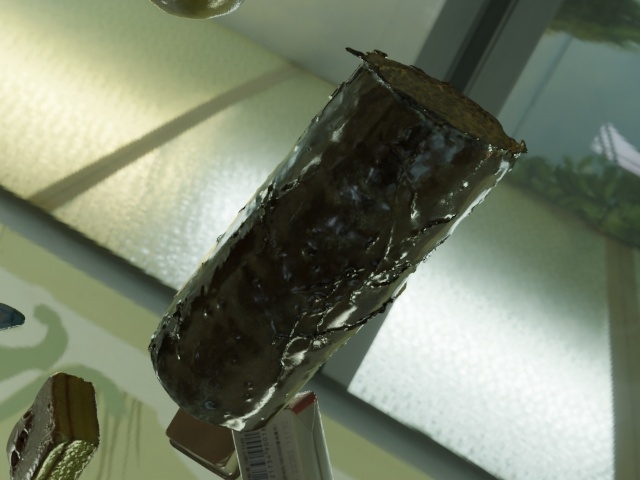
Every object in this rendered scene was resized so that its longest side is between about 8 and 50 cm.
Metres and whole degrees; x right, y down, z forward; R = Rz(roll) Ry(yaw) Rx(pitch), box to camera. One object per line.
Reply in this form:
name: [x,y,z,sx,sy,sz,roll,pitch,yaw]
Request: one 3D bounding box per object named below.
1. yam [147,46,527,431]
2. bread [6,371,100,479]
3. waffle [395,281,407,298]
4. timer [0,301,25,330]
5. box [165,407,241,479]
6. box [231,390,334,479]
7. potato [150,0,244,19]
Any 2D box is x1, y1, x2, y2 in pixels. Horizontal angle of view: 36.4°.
yam: [0.001,0.001,0.660,0.131,0.280,0.131,33,-156,-17]
bread: [-0.510,0.386,1.838,0.110,0.234,0.184,20,-152,-29]
waffle: [0.036,-0.013,0.968,0.023,0.097,0.152,-27,-147,-14]
timer: [-0.462,0.099,0.995,0.255,0.175,0.175,18,-158,5]
box: [-0.152,0.269,1.358,0.122,0.089,0.062,26,165,21]
box: [-0.048,0.294,1.256,0.099,0.182,0.133,-13,179,13]
potato: [-0.193,-0.347,1.270,0.243,0.098,0.138,22,159,32]
